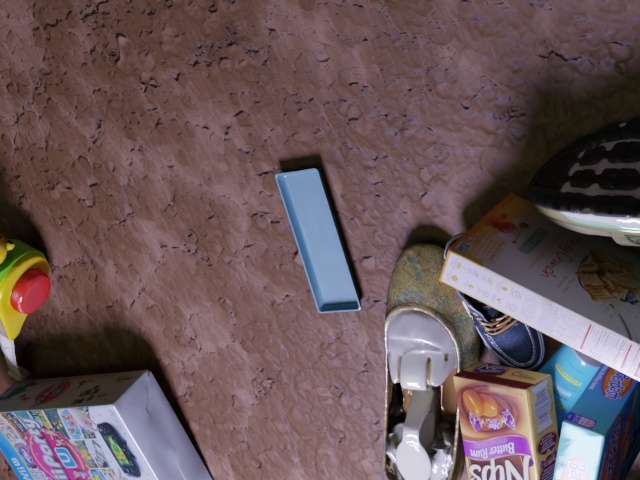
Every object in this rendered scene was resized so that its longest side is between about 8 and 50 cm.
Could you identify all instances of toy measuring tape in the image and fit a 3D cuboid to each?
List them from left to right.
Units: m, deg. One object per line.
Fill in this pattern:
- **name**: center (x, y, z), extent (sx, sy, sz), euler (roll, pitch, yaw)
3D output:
- **toy measuring tape**: center (-0.457, 0.094, 1.786), extent (0.121, 0.121, 0.330), euler (27, 147, 19)

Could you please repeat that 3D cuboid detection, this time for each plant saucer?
- **plant saucer**: center (0.000, 0.000, 1.471), extent (0.067, 0.018, 0.192), euler (-6, 110, 35)

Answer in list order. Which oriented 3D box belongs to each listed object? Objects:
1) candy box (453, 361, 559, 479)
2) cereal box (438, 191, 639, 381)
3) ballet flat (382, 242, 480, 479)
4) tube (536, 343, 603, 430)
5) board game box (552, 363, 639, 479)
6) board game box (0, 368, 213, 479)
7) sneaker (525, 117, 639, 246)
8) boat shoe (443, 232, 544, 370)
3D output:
- **candy box**: center (0.221, 0.242, 1.362), extent (0.109, 0.053, 0.187), euler (5, 111, 48)
- **cereal box**: center (0.266, 0.044, 1.219), extent (0.240, 0.173, 0.047), euler (26, 123, 19)
- **ballet flat**: center (0.124, 0.178, 1.415), extent (0.123, 0.123, 0.348), euler (13, 119, 28)
- **tube**: center (0.266, 0.186, 1.374), extent (0.080, 0.052, 0.207), euler (44, 136, 18)
- **board game box**: center (0.303, 0.211, 1.253), extent (0.047, 0.210, 0.160), euler (18, 122, 25)
- **board game box**: center (-0.341, 0.317, 1.783), extent (0.303, 0.097, 0.224), euler (-10, 115, 37)
- **sneaker**: center (0.395, 0.003, 1.148), extent (0.410, 0.158, 0.182), euler (12, 136, 34)
- **boat shoe**: center (0.195, 0.081, 1.324), extent (0.065, 0.083, 0.183), euler (-31, 101, 12)
